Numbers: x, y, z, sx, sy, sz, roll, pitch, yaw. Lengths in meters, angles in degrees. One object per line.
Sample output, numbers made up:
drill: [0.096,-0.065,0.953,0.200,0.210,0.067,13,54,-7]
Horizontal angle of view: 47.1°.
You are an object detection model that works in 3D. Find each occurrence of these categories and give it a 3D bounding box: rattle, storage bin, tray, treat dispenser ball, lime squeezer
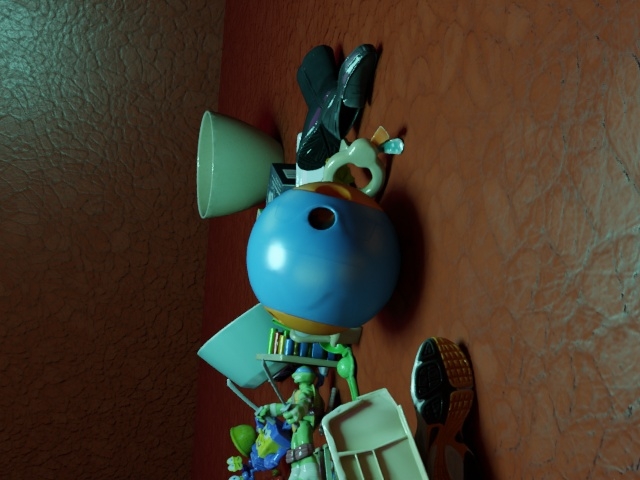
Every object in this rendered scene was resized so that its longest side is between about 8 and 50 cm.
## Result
rattle: [0.088,-0.176,1.475,0.199,0.130,0.143,-63,-1,36]
storage bin: [0.101,0.399,1.125,0.262,0.123,0.260,78,174,-57]
tray: [-0.016,-0.142,1.856,0.145,0.030,0.270,2,91,60]
treat dispenser ball: [0.006,0.034,1.371,0.288,0.288,0.288,-178,90,-73]
lime squeezer: [0.029,0.265,1.611,0.310,0.110,0.059,51,128,18]

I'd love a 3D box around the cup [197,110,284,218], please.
cup: [-0.247,-0.228,2.292,0.331,0.237,0.331,-178,90,-72]

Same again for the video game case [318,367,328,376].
video game case: [0.010,0.232,1.799,0.119,0.015,0.166,-114,30,-54]

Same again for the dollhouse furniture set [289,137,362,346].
dollhouse furniture set: [0.000,0.000,1.589,0.303,0.174,0.355,-113,30,-52]

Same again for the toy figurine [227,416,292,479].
toy figurine: [-0.129,0.588,2.103,0.217,0.191,0.362,-54,17,7]

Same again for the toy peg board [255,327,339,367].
toy peg board: [-0.047,0.249,1.713,0.160,0.161,0.079,-17,65,63]

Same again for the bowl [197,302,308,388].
bowl: [-0.143,0.267,1.898,0.163,0.311,0.311,54,153,8]

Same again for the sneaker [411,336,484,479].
sneaker: [0.177,0.284,1.137,0.121,0.099,0.262,129,141,-69]

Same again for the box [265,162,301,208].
box: [-0.087,-0.111,2.014,0.156,0.093,0.158,-119,33,-58]

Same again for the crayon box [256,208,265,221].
crayon box: [-0.131,0.041,2.158,0.278,0.081,0.165,-118,33,-57]

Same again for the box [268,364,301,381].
box: [-0.110,0.311,2.128,0.233,0.044,0.159,130,138,-63]

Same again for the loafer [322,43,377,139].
loafer: [0.071,-0.313,1.564,0.078,0.076,0.223,58,140,31]

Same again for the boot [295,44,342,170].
boot: [-0.008,-0.318,1.757,0.246,0.094,0.207,-63,33,37]

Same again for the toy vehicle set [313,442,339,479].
toy vehicle set: [0.033,0.599,1.661,0.166,0.035,0.267,125,143,-60]

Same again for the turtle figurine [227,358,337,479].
turtle figurine: [-0.091,0.417,1.646,0.198,0.275,0.266,-21,66,34]
